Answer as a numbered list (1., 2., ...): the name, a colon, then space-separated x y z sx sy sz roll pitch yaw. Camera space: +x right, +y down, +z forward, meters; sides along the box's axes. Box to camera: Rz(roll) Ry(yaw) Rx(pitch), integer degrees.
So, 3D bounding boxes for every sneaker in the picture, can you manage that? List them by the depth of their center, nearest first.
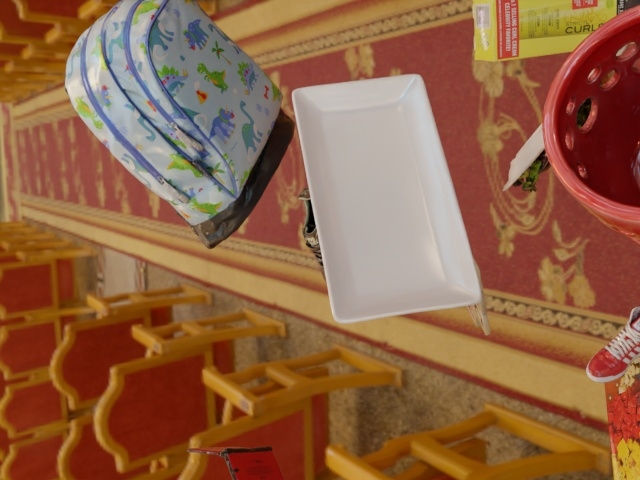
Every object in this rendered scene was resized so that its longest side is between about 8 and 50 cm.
1. sneaker: 0.376 0.124 0.892 0.042 0.119 0.067 48 160 38
2. sneaker: 0.000 0.000 1.183 0.066 0.071 0.188 0 105 45

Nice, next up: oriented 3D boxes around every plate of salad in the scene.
1. plate of salad: 0.270 -0.126 0.789 0.048 0.200 0.199 39 135 6

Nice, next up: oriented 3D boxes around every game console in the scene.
1. game console: -0.146 0.406 1.288 0.085 0.144 0.124 -36 63 18

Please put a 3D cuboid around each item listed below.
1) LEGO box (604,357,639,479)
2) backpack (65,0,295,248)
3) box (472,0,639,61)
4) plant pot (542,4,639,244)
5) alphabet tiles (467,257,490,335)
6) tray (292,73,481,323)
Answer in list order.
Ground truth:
1. LEGO box: 0.659 0.338 0.932 0.193 0.501 0.372 107 169 -63
2. backpack: -0.214 -0.211 1.137 0.273 0.356 0.290 -33 26 49
3. box: 0.310 -0.283 0.923 0.058 0.233 0.087 -131 34 -68
4. plant pot: 0.307 -0.085 0.626 0.191 0.174 0.191 -9 72 31
5. alphabet tiles: 0.202 -0.023 1.194 0.285 0.011 0.342 68 -177 -47
6. tray: 0.061 -0.048 0.743 0.030 0.145 0.270 95 166 -64
